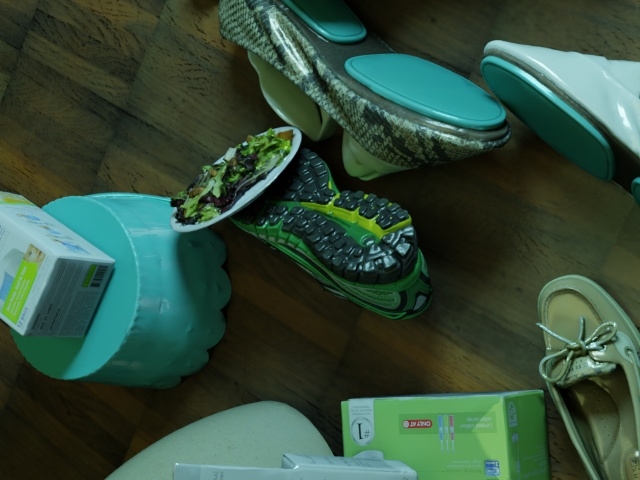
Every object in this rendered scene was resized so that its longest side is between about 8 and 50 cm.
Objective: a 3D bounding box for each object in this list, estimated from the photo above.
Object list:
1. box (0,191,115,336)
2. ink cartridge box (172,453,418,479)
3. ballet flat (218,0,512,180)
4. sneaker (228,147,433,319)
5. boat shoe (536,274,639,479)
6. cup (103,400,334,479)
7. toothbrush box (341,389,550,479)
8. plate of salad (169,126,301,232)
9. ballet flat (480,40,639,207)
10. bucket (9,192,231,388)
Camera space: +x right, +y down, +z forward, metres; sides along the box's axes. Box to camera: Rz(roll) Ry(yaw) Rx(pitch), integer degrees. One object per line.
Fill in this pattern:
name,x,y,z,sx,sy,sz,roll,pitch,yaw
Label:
box,-0.376,0.026,1.375,0.203,0.103,0.114,32,102,30
ink cartridge box,-0.042,0.373,1.140,0.066,0.261,0.296,-172,88,-75
ballet flat,0.034,-0.188,1.341,0.483,0.164,0.182,43,130,33
sneaker,0.000,0.000,1.341,0.134,0.146,0.343,-39,43,-14
boat shoe,0.302,0.167,1.161,0.104,0.089,0.285,-31,71,27
cup,-0.146,0.363,1.281,0.331,0.237,0.331,-1,89,53
toothbrush box,0.146,0.314,1.230,0.206,0.122,0.283,-8,81,32
plate of salad,-0.112,-0.084,1.356,0.200,0.200,0.048,-22,118,29
ballet flat,0.347,-0.103,1.147,0.400,0.139,0.139,45,109,23
bucket,-0.278,0.066,1.480,0.281,0.183,0.281,-4,83,31
